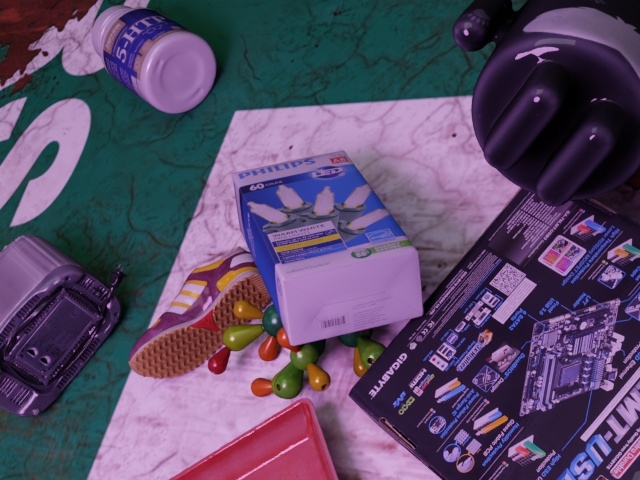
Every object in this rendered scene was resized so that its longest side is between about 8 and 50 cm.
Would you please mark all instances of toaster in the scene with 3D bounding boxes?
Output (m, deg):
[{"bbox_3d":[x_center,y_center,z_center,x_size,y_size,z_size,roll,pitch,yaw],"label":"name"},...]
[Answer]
[{"bbox_3d":[-0.349,0.089,1.444,0.227,0.129,0.146,-52,43,-5],"label":"toaster"}]

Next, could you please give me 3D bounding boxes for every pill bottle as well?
[{"bbox_3d":[-0.234,-0.254,1.618,0.112,0.112,0.186,-50,45,-5],"label":"pill bottle"}]

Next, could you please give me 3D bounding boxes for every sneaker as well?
[{"bbox_3d":[-0.141,0.083,1.352,0.185,0.069,0.084,-35,37,2],"label":"sneaker"}]

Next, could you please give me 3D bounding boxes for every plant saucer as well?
[{"bbox_3d":[-0.072,0.319,1.142,0.258,0.048,0.259,-33,45,12],"label":"plant saucer"}]

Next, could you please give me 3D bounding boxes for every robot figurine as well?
[{"bbox_3d":[0.241,-0.145,1.122,0.173,0.209,0.278,-9,27,30],"label":"robot figurine"}]

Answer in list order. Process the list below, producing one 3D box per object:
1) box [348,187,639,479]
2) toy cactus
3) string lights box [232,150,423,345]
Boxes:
[{"bbox_3d":[0.215,0.113,1.067,0.295,0.073,0.293,-49,46,-6],"label":"box"},{"bbox_3d":[-0.012,0.082,1.240,0.219,0.112,0.180,-8,43,47],"label":"toy cactus"},{"bbox_3d":[0.000,0.000,1.214,0.133,0.077,0.260,-12,28,-10],"label":"string lights box"}]
